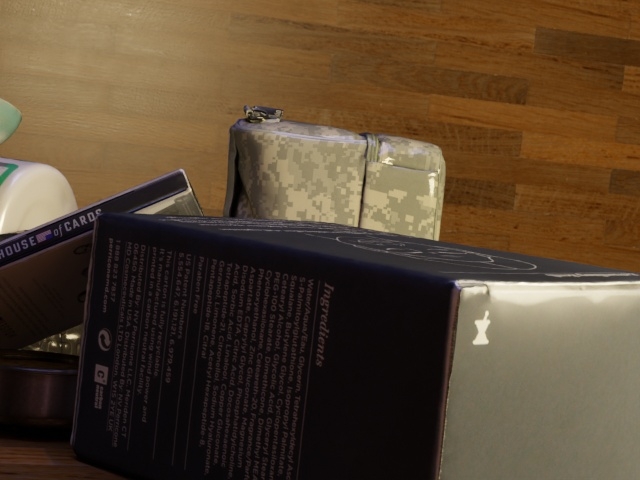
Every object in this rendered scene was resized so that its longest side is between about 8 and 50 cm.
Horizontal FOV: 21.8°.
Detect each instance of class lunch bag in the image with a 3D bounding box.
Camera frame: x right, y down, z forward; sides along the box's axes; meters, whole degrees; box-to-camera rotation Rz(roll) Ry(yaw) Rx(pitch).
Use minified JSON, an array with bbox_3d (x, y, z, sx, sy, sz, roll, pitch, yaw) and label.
[{"bbox_3d":[0.000,0.000,2.029,0.256,0.305,0.212,7,5,-11],"label":"lunch bag"}]

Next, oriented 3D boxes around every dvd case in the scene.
[{"bbox_3d":[-0.212,0.026,1.481,0.238,0.030,0.179,-22,-23,-2],"label":"dvd case"}]

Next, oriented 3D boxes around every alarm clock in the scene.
[{"bbox_3d":[-0.236,0.135,1.473,0.192,0.064,0.129,3,1,16],"label":"alarm clock"}]

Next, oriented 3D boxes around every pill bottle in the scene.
[{"bbox_3d":[-0.516,-0.021,2.169,0.361,0.204,0.204,9,5,24],"label":"pill bottle"}]

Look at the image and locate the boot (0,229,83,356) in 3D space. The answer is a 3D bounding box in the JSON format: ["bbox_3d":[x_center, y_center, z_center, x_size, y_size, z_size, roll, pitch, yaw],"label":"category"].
[{"bbox_3d":[-0.303,0.059,1.897,0.284,0.138,0.377,2,14,41],"label":"boot"}]

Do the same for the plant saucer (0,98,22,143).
[{"bbox_3d":[-0.511,-0.141,1.940,0.317,0.044,0.317,3,-9,0],"label":"plant saucer"}]

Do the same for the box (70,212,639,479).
[{"bbox_3d":[0.040,0.105,1.341,0.395,0.212,0.293,10,5,44],"label":"box"}]
